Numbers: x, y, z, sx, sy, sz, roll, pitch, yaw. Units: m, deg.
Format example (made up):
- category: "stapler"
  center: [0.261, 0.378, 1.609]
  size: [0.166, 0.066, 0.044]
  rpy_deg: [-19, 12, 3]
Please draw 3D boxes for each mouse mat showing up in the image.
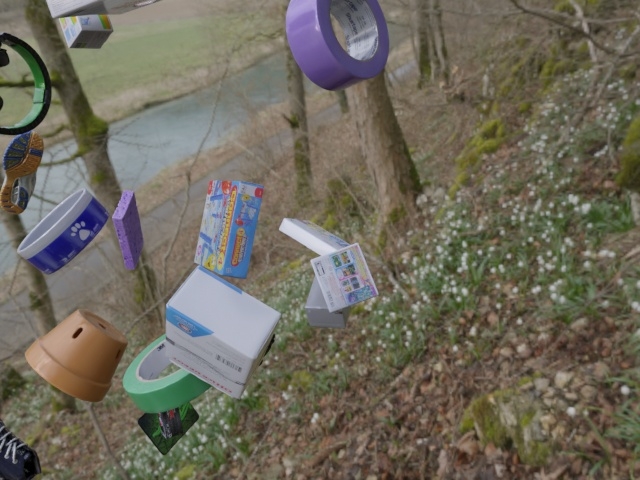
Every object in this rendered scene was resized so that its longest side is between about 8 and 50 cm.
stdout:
- category: "mouse mat"
  center: [-0.510, 0.604, 1.888]
  size: [0.007, 0.153, 0.189]
  rpy_deg: [-27, 12, 40]

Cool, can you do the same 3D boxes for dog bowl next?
- category: "dog bowl"
  center: [-0.762, -0.028, 1.663]
  size: [0.264, 0.104, 0.265]
  rpy_deg: [-31, 28, 19]

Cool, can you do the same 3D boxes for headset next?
- category: "headset"
  center: [-0.841, -0.390, 1.324]
  size: [0.185, 0.244, 0.394]
  rpy_deg: [8, 1, 25]

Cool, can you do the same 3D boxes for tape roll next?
- category: "tape roll"
  center: [0.034, -0.370, 0.995]
  size: [0.080, 0.189, 0.189]
  rpy_deg: [-9, 16, 45]
- category: "tape roll"
  center: [-0.399, 0.348, 1.591]
  size: [0.321, 0.077, 0.321]
  rpy_deg: [-21, 21, 9]

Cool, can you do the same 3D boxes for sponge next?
- category: "sponge"
  center: [-0.544, -0.027, 1.592]
  size: [0.031, 0.210, 0.117]
  rpy_deg: [4, 46, -3]

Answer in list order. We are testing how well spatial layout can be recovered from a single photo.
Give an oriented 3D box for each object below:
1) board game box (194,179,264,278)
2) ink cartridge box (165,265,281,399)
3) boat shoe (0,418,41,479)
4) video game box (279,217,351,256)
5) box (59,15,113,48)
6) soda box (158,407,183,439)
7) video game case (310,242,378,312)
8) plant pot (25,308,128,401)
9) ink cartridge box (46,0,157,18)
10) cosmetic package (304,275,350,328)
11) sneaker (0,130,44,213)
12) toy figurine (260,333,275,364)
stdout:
- category: "board game box"
  center: [-0.316, -0.047, 1.892]
  size: [0.086, 0.309, 0.302]
  rpy_deg: [11, 0, -30]
- category: "ink cartridge box"
  center: [-0.239, 0.227, 1.319]
  size: [0.223, 0.307, 0.129]
  rpy_deg: [29, 55, 3]
- category: "boat shoe"
  center: [-0.946, 0.601, 1.667]
  size: [0.158, 0.341, 0.127]
  rpy_deg: [4, 33, 11]
- category: "video game box"
  center: [0.000, 0.000, 1.705]
  size: [0.205, 0.048, 0.187]
  rpy_deg: [31, 14, 21]
- category: "box"
  center: [-0.726, -0.701, 1.687]
  size: [0.103, 0.203, 0.114]
  rpy_deg: [-19, -1, -45]
- category: "soda box"
  center: [-0.483, 0.535, 1.769]
  size: [0.060, 0.169, 0.053]
  rpy_deg: [-14, 13, -33]
- category: "video game case"
  center: [0.065, 0.102, 1.531]
  size: [0.143, 0.157, 0.019]
  rpy_deg: [-20, -15, -4]
- category: "plant pot"
  center: [-0.781, 0.365, 1.850]
  size: [0.204, 0.291, 0.290]
  rpy_deg: [-53, 36, -9]
- category: "ink cartridge box"
  center: [-0.551, -0.684, 1.537]
  size: [0.296, 0.066, 0.261]
  rpy_deg: [-4, 21, 28]
- category: "cosmetic package"
  center: [0.040, 0.167, 1.825]
  size: [0.127, 0.107, 0.238]
  rpy_deg: [3, 45, 17]
- category: "sneaker"
  center: [-1.026, -0.243, 1.915]
  size: [0.111, 0.297, 0.131]
  rpy_deg: [19, 12, -22]
- category: "toy figurine"
  center: [-0.281, 0.326, 1.838]
  size: [0.213, 0.148, 0.209]
  rpy_deg: [-11, 52, -49]
